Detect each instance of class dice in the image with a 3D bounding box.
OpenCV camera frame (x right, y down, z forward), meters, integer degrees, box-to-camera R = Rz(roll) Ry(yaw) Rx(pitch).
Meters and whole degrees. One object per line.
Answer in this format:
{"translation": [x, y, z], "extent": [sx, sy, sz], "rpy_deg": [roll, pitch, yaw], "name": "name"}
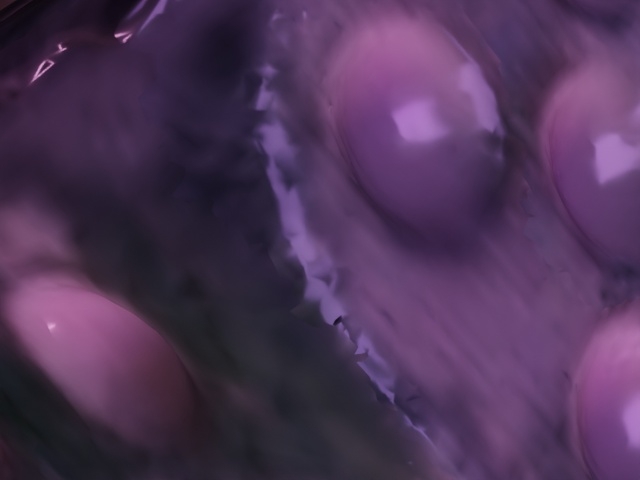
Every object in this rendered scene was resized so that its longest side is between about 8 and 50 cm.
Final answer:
{"translation": [0.000, 0.000, 0.699], "extent": [0.348, 0.328, 0.330], "rpy_deg": [50, 51, -17], "name": "dice"}
